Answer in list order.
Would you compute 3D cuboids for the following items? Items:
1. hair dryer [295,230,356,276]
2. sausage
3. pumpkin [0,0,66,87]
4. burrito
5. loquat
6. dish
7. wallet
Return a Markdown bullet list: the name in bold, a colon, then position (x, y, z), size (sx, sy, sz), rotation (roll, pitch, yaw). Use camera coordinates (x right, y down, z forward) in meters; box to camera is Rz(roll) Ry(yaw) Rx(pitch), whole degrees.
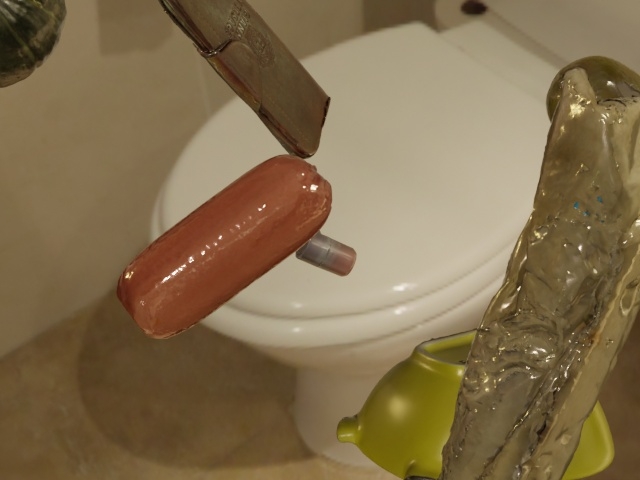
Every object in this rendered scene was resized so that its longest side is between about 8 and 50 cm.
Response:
- **hair dryer**: position (0.000, 0.000, 1.124), size (0.063, 0.037, 0.114), rotation (23, 17, -19)
- **sausage**: position (-0.061, 0.002, 0.618), size (0.154, 0.062, 0.062), rotation (-37, 52, 0)
- **pumpkin**: position (-0.433, -0.299, 1.222), size (0.211, 0.152, 0.212), rotation (0, 73, 0)
- **burrito**: position (0.092, 0.047, 0.397), size (0.058, 0.230, 0.063), rotation (25, 14, 33)
- **loquat**: position (0.442, -0.201, 1.479), size (0.195, 0.152, 0.152), rotation (36, 49, -18)
- **dish**: position (0.158, 0.154, 0.950), size (0.262, 0.108, 0.221), rotation (-4, 11, -28)
- **wallet**: position (-0.079, -0.197, 0.986), size (0.031, 0.255, 0.137), rotation (-29, 32, 27)
